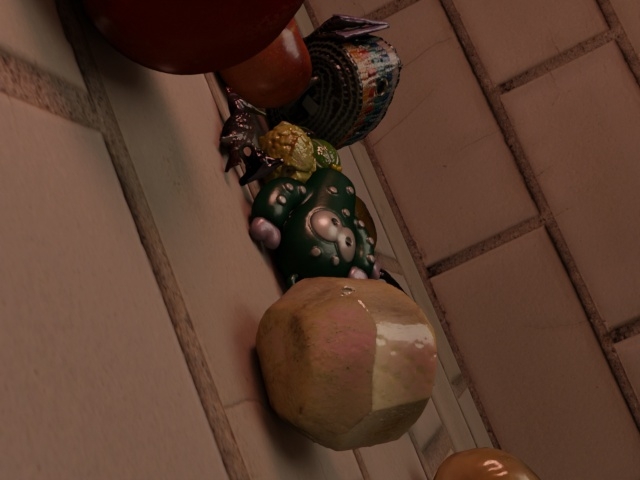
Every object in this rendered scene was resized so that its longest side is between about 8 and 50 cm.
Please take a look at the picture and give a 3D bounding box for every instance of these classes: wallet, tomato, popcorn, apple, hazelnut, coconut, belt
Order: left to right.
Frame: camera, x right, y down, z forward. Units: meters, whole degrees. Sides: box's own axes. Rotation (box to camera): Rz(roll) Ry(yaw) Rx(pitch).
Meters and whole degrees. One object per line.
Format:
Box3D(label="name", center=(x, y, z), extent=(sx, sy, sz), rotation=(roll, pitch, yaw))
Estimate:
Box3D(label="tomato", center=(-0.149, -0.356, 1.038), extent=(0.293, 0.290, 0.325), rotation=(130, -48, -67))
Box3D(label="apple", center=(-0.108, -0.329, 1.602), extent=(0.201, 0.162, 0.201), rotation=(156, -90, -89))
Box3D(label="popcorn", center=(-0.065, -0.136, 1.539), extent=(0.116, 0.120, 0.106), rotation=(43, 48, 8))
Box3D(label="belt", center=(0.017, -0.286, 1.739), extent=(0.160, 0.295, 0.206), rotation=(-21, 82, -43))
Box3D(label="coconut", center=(0.037, 0.142, 1.111), extent=(0.237, 0.237, 0.197), rotation=(-34, 131, -79))
Box3D(label="wallet", center=(0.119, 0.094, 1.917), extent=(0.025, 0.124, 0.244), rotation=(-66, 150, -14))
Box3D(label="hazelnut", center=(0.304, 0.508, 1.657), extent=(0.261, 0.241, 0.261), rotation=(166, -90, -73))

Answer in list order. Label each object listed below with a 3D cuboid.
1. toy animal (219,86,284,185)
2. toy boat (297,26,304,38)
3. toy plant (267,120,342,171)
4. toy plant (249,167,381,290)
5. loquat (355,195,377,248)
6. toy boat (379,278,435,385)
Box3D(label="toy animal", center=(-0.122, -0.168, 1.404), extent=(0.105, 0.070, 0.202), rotation=(28, 39, -42))
Box3D(label="toy boat", center=(-0.104, -0.383, 1.923), extent=(0.276, 0.111, 0.293), rotation=(61, 24, -25))
Box3D(label="toy plant", center=(-0.027, -0.151, 1.638), extent=(0.162, 0.093, 0.093), rotation=(39, -7, 34))
Box3D(label="toy plant", center=(-0.004, -0.002, 1.410), extent=(0.243, 0.112, 0.232), rotation=(-37, 98, -50))
Box3D(label="loquat", center=(0.026, -0.020, 1.599), extent=(0.152, 0.152, 0.195), rotation=(62, 17, -21))
Box3D(label="toy boat", center=(0.132, 0.183, 1.781), extent=(0.199, 0.100, 0.290), rotation=(-100, 164, -55))
